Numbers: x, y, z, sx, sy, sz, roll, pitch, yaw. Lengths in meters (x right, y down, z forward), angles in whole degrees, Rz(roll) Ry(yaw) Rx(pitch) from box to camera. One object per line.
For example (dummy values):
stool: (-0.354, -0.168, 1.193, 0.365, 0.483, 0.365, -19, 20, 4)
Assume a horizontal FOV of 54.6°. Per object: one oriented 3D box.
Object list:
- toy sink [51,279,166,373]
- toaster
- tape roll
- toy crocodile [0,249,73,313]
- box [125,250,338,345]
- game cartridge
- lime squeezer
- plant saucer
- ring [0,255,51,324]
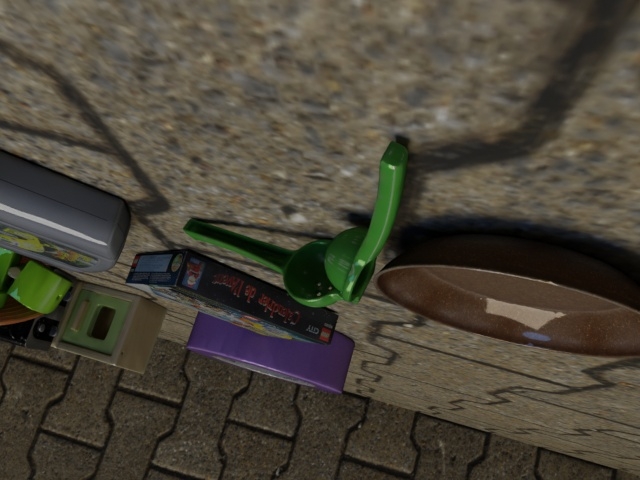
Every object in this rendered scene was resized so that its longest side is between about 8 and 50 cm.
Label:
toy sink: (-0.487, 0.181, 1.354, 0.234, 0.153, 0.131, 12, 164, 20)
toaster: (-0.616, 0.128, 1.268, 0.185, 0.168, 0.110, 12, 165, 15)
tape roll: (-0.084, 0.182, 1.060, 0.275, 0.090, 0.275, 15, 165, 4)
toy crocodile: (-0.515, 0.009, 0.851, 0.340, 0.115, 0.105, 21, -179, -13)
box: (-0.114, 0.077, 0.807, 0.233, 0.044, 0.159, 27, 162, -33)
game cartridge: (-0.308, -0.023, 0.651, 0.196, 0.060, 0.294, 19, 165, -25)
lime squeezer: (0.000, 0.000, 0.444, 0.110, 0.059, 0.310, 55, 153, -14)
plant saucer: (0.137, 0.038, 0.431, 0.198, 0.036, 0.198, 15, 164, 5)
ring: (-0.563, 0.052, 0.923, 0.336, 0.032, 0.336, 21, -168, -5)
